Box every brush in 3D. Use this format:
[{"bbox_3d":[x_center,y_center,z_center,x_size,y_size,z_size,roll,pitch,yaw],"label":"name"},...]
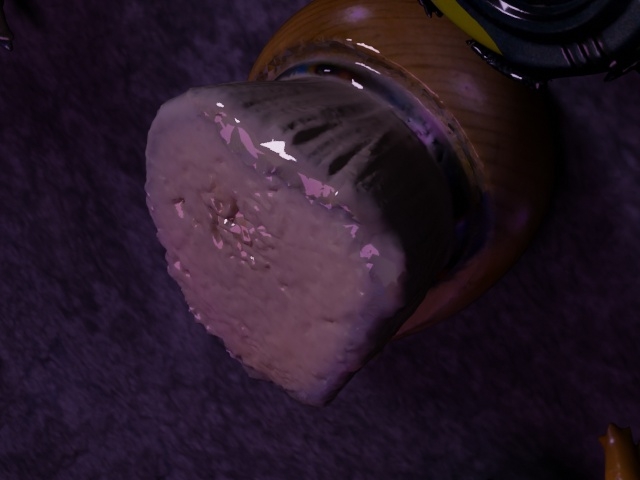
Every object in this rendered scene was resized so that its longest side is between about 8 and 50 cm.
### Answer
[{"bbox_3d":[0.000,0.000,0.990,0.174,0.166,0.266,39,143,11],"label":"brush"}]

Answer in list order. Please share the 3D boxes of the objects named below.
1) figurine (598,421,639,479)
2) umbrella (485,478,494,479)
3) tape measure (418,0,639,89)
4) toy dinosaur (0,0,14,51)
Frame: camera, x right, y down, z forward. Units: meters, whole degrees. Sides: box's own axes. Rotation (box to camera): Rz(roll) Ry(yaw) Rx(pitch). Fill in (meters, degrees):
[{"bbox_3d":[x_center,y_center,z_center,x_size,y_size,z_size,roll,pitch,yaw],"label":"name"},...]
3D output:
[{"bbox_3d":[0.161,0.166,0.962,0.121,0.176,0.122,45,124,6],"label":"figurine"},{"bbox_3d":[0.058,0.251,1.178,0.154,0.128,0.336,48,144,-3],"label":"umbrella"},{"bbox_3d":[0.105,-0.162,0.801,0.199,0.112,0.186,-6,110,51],"label":"tape measure"},{"bbox_3d":[-0.211,-0.263,1.036,0.147,0.076,0.363,7,129,44],"label":"toy dinosaur"}]
